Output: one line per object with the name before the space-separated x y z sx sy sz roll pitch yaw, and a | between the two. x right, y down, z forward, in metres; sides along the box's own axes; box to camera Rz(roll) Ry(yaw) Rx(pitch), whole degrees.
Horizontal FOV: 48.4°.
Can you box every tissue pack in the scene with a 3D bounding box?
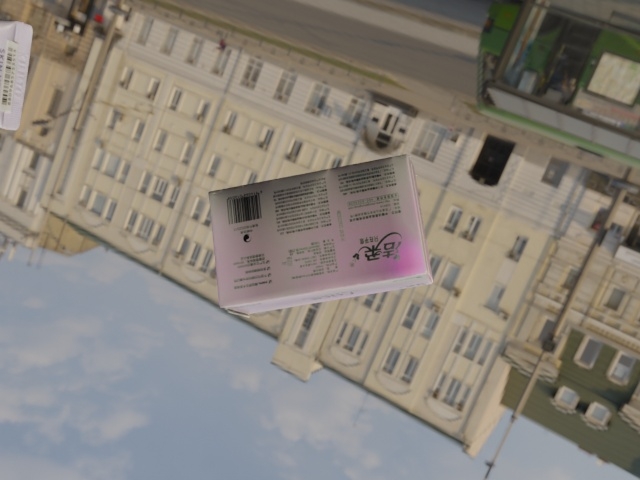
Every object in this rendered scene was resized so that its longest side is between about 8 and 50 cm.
tissue pack | 0.000 0.000 0.850 0.246 0.149 0.092 -9 166 11

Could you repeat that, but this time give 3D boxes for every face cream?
face cream | -0.496 -0.235 0.915 0.096 0.154 0.273 10 -175 29
